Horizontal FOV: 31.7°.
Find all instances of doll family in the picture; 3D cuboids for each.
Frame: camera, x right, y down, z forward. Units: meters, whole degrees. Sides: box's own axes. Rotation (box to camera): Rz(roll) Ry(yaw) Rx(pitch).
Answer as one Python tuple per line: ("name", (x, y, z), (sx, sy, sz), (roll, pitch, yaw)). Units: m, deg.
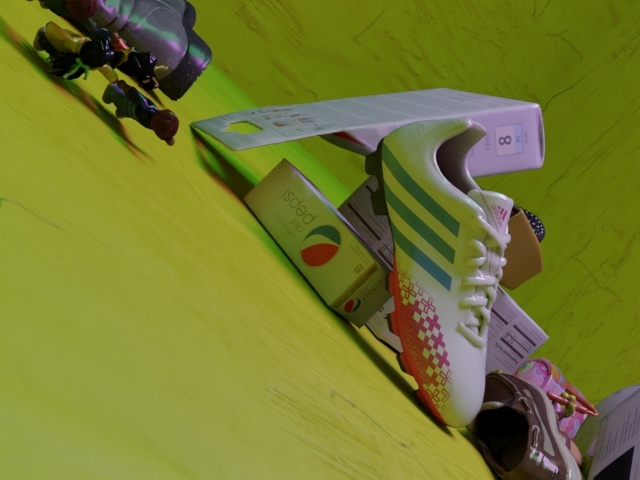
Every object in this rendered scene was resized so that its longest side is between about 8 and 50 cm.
("doll family", (-0.188, -0.156, 1.001), (0.193, 0.076, 0.111), (35, -9, -40))

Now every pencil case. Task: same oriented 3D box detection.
("pencil case", (0.445, 0.335, 1.998), (0.284, 0.124, 0.124), (44, 5, -19))

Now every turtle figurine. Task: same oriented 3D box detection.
("turtle figurine", (0.293, 0.257, 1.470), (0.217, 0.087, 0.269), (37, 28, -25))

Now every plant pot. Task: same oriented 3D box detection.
("plant pot", (0.231, 0.013, 1.394), (0.083, 0.081, 0.081), (55, 4, -8))

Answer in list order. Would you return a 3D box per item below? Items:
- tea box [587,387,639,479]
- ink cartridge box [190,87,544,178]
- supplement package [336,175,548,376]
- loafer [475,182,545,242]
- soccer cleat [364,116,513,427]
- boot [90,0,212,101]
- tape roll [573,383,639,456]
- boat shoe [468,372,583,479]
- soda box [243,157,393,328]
("tea box", (0.501, 0.333, 1.326), (0.323, 0.220, 0.329), (47, 25, 1))
("ink cartridge box", (0.048, -0.126, 1.461), (0.308, 0.385, 0.091), (-144, -134, -70))
("supplement package", (0.138, 0.066, 1.472), (0.262, 0.145, 0.204), (40, 7, -46))
("loafer", (0.193, -0.035, 1.537), (0.220, 0.078, 0.080), (31, 32, 10))
("soccer cleat", (0.143, 0.026, 1.184), (0.116, 0.143, 0.331), (7, 69, -61))
("boot", (-0.277, -0.328, 1.518), (0.223, 0.118, 0.338), (36, 5, -30))
("tape roll", (0.489, 0.333, 1.607), (0.246, 0.246, 0.169), (46, 6, 6))
("boat shoe", (0.213, 0.206, 1.268), (0.095, 0.095, 0.257), (37, 8, -19))
("soda box", (0.000, 0.000, 1.287), (0.069, 0.074, 0.216), (39, 8, -48))
